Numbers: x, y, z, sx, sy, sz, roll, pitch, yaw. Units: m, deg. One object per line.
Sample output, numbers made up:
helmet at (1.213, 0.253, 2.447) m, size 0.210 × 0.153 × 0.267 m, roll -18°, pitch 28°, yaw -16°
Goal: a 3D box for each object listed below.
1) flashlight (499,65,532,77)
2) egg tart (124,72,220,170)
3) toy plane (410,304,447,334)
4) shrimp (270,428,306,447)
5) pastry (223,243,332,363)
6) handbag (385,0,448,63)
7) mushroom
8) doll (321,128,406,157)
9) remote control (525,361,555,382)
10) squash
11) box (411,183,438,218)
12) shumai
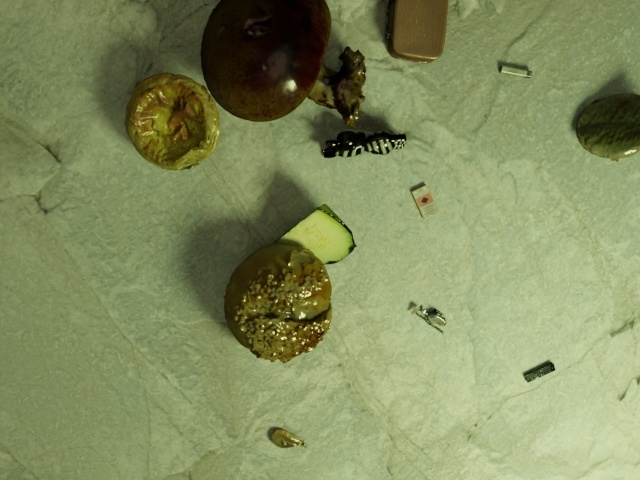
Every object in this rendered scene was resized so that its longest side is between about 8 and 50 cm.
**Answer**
flashlight at (0.514, -0.444, 1.394) m, size 0.083 × 0.018 × 0.018 m, roll 9°, pitch 99°, yaw -6°
egg tart at (-0.356, -0.287, 1.298) m, size 0.241 × 0.106 × 0.241 m, roll 1°, pitch 105°, yaw 4°
toy plane at (0.310, 0.214, 1.480) m, size 0.121 × 0.031 × 0.049 m, roll 34°, pitch 104°, yaw -12°
shrimp at (-0.093, 0.574, 1.511) m, size 0.108 × 0.023 × 0.059 m, roll 30°, pitch 105°, yaw -9°
pastry at (-0.105, 0.173, 1.343) m, size 0.284 × 0.184 × 0.315 m, roll 10°, pitch 110°, yaw -7°
handbag at (0.239, -0.550, 1.330) m, size 0.151 × 0.072 × 0.193 m, roll 1°, pitch 101°, yaw -5°
mushroom at (-0.092, -0.448, 1.264) m, size 0.334 × 0.356 × 0.331 m, roll 11°, pitch 103°, yaw 32°
doll at (0.109, -0.249, 1.360) m, size 0.219 × 0.091 × 0.067 m, roll -6°, pitch 77°, yaw -3°
remote control at (0.637, 0.383, 1.540) m, size 0.091 × 0.016 × 0.034 m, roll -25°, pitch 116°, yaw 0°
squash at (-0.002, -0.019, 1.395) m, size 0.184 × 0.085 × 0.192 m, roll 33°, pitch 128°, yaw -32°
box at (0.283, -0.105, 1.434) m, size 0.046 × 0.012 × 0.083 m, roll -26°, pitch 100°, yaw 1°
shumai at (0.790, -0.288, 1.399) m, size 0.201 × 0.201 × 0.120 m, roll -49°, pitch 140°, yaw 4°
